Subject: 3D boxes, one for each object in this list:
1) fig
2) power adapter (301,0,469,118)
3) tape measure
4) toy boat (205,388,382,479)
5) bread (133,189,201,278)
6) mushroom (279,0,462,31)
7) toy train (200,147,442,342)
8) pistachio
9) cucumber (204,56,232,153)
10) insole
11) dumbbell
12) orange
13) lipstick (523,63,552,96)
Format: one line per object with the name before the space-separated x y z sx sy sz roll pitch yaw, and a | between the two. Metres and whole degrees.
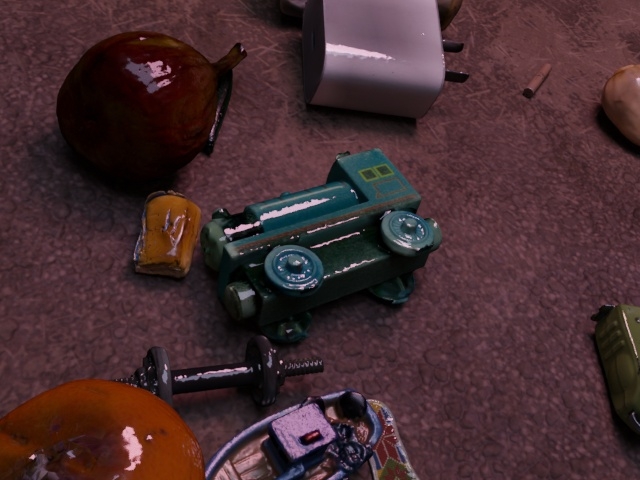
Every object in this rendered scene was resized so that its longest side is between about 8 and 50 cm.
fig | -0.205 -0.212 0.993 0.191 0.190 0.290 25 59 0
power adapter | 0.105 -0.289 1.187 0.255 0.124 0.187 5 65 -16
tape measure | 0.440 0.176 0.992 0.154 0.087 0.177 10 55 -12
toy boat | -0.032 0.222 0.794 0.223 0.097 0.100 -22 61 -31
bread | -0.184 -0.009 0.940 0.072 0.053 0.105 9 58 -8
mushroom | 0.081 -0.418 1.251 0.329 0.159 0.122 5 73 -10
toy train | 0.000 0.000 0.960 0.298 0.120 0.194 -18 55 -28
pistachio | 0.570 -0.222 1.315 0.201 0.117 0.145 25 89 -9
cucumber | -0.145 -0.200 1.103 0.033 0.036 0.184 32 45 -28
insole | 0.085 0.264 0.859 0.065 0.006 0.193 -7 58 -23
dumbbell | -0.117 0.148 0.831 0.254 0.081 0.081 -3 56 -21
orange | -0.211 0.223 0.673 0.224 0.170 0.224 -1 53 1
lipstick | 0.378 -0.279 1.346 0.019 0.019 0.094 35 52 8
